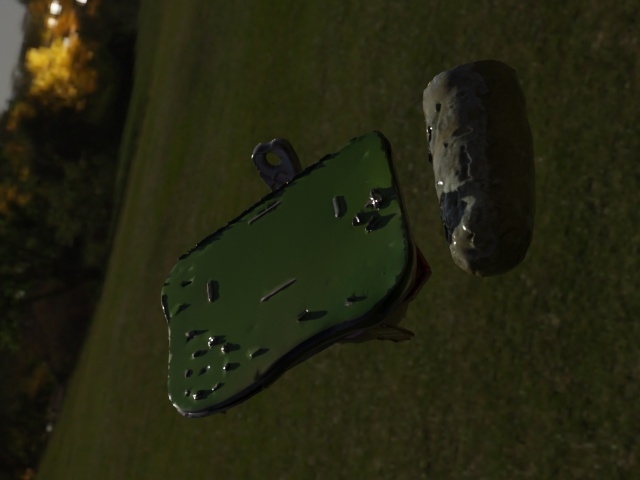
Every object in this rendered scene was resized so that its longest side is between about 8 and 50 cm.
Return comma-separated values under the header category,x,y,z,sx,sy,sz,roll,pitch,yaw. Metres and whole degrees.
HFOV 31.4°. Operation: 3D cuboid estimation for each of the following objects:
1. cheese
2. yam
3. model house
category,x,y,z,sx,sy,sz,roll,pitch,yaw
cheese,0.000,0.000,1.386,0.163,0.286,0.082,-18,25,32
yam,0.188,-0.089,1.345,0.330,0.133,0.133,-87,16,-44
model house,0.001,0.064,1.115,0.294,0.154,0.207,-32,46,24
